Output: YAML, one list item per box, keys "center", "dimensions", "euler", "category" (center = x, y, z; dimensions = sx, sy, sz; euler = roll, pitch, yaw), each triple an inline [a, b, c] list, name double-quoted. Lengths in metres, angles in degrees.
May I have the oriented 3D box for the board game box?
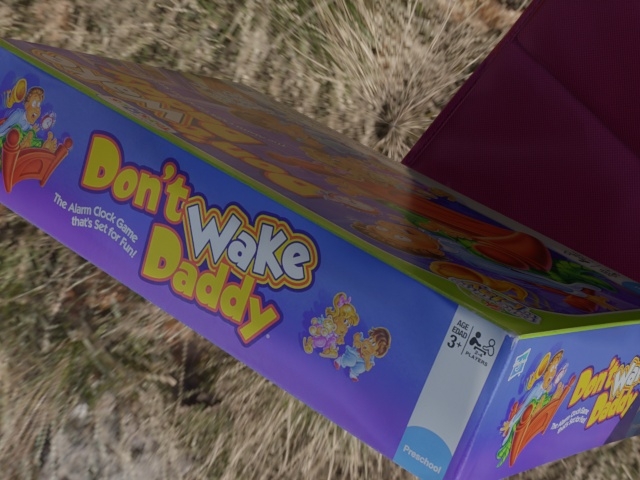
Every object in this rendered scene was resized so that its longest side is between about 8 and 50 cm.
- center: [0.000, 0.000, 0.710]
  dimensions: [0.347, 0.233, 0.078]
  euler: [29, 105, 30]
  category: "board game box"

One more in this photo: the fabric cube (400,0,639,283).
- center: [0.271, -0.056, 0.940]
  dimensions: [0.258, 0.254, 0.259]
  euler: [49, 115, 25]
  category: "fabric cube"
